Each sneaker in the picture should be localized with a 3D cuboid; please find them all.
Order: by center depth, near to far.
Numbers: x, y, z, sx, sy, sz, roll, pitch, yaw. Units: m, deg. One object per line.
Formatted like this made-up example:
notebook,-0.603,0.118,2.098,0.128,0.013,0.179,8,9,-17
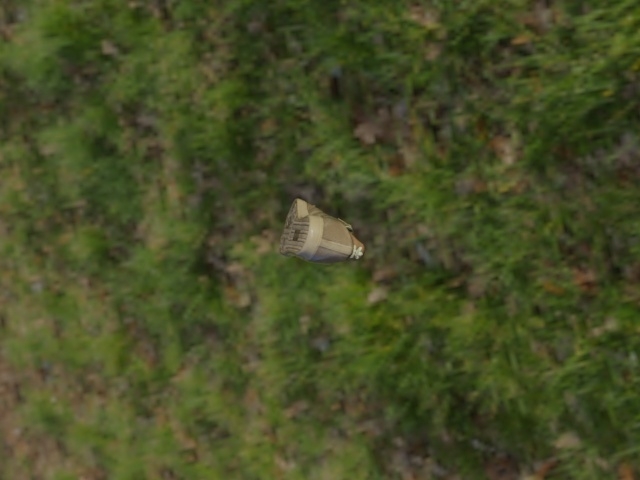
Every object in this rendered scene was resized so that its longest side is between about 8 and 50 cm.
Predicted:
sneaker,0.000,0.000,1.644,0.188,0.071,0.066,-130,59,-77
